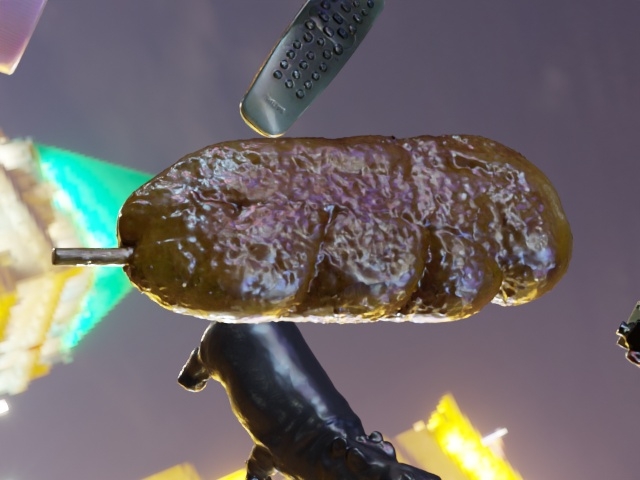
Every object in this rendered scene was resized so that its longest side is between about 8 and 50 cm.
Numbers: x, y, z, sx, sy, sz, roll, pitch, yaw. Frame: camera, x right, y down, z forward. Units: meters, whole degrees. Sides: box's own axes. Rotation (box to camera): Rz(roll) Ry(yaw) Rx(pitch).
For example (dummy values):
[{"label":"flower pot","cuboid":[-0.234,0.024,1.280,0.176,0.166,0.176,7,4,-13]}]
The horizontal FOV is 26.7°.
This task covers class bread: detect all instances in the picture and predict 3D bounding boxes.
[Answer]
[{"label":"bread","cuboid":[0.000,-0.001,0.862,0.084,0.344,0.124,129,-46,-63]}]

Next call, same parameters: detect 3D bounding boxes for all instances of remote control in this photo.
[{"label":"remote control","cuboid":[-0.009,-0.195,1.382,0.072,0.222,0.042,41,-24,-14]}]

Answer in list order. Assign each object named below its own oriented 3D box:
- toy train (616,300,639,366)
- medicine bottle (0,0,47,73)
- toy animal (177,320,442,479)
[{"label":"toy train","cuboid":[0.347,0.107,1.272,0.138,0.087,0.050,27,-72,13]},{"label":"medicine bottle","cuboid":[-0.446,-0.338,1.486,0.202,0.316,0.202,-55,-161,30]},{"label":"toy animal","cuboid":[-0.008,0.208,1.419,0.343,0.106,0.168,42,-51,29]}]
